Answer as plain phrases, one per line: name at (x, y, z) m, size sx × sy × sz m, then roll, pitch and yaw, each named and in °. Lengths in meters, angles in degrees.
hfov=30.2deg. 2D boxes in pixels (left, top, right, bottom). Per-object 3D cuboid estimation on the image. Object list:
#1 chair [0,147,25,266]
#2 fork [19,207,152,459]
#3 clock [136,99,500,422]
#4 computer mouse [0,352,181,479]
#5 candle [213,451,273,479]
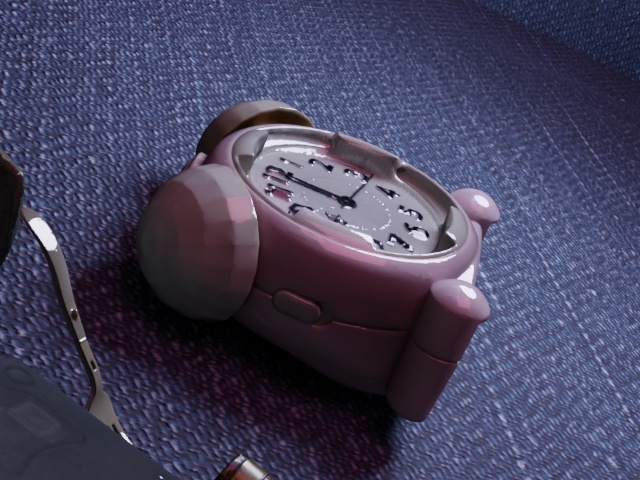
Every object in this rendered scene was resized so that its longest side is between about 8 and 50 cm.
chair at (-0.386, -0.096, 0.950) m, size 0.186 × 0.160 × 0.319 m, roll 12°, pitch 31°, yaw -46°
fork at (-0.187, 0.078, 0.904) m, size 0.034 × 0.028 × 0.219 m, roll -35°, pitch 106°, yaw -55°
clock at (0.000, 0.000, 1.192) m, size 0.326 × 0.184 × 0.342 m, roll 27°, pitch 21°, yaw -3°
computer mouse at (-0.164, 0.194, 0.727) m, size 0.371 × 0.122 × 0.188 m, roll 39°, pitch 15°, yaw 12°
candle at (-0.029, 0.223, 0.911) m, size 0.131 × 0.052 × 0.052 m, roll 39°, pitch 27°, yaw 11°
